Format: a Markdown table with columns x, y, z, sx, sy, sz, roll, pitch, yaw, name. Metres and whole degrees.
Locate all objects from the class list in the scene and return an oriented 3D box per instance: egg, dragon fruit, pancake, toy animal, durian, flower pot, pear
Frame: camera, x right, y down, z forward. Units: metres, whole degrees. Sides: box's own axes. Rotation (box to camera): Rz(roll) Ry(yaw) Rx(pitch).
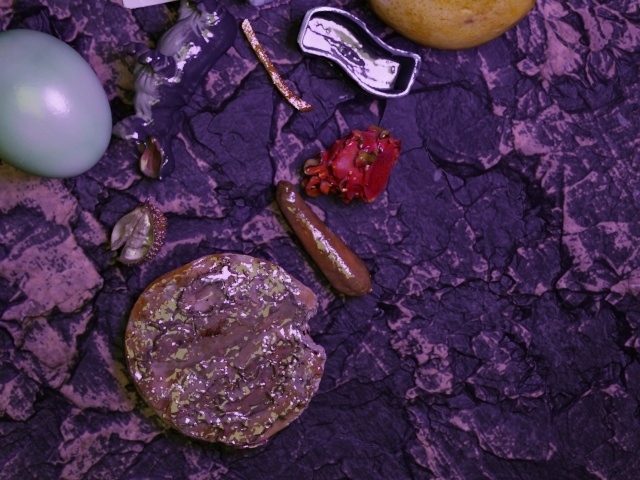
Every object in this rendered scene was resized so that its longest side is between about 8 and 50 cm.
| x | y | z | sx | sy | sz | roll | pitch | yaw | name |
| --- | --- | --- | --- | --- | --- | --- | --- | --- | --- |
| -0.475 | -0.226 | 1.663 | 0.220 | 0.220 | 0.269 | -37 | 111 | -2 | egg |
| 0.054 | -0.131 | 1.808 | 0.208 | 0.133 | 0.149 | -20 | 62 | 22 | dragon fruit |
| -0.165 | 0.207 | 1.848 | 0.383 | 0.071 | 0.382 | -1 | 97 | -9 | pancake |
| -0.272 | -0.279 | 1.732 | 0.168 | 0.106 | 0.343 | 20 | 100 | -47 | toy animal |
| -0.318 | -0.020 | 1.790 | 0.110 | 0.071 | 0.140 | 34 | 110 | 25 | durian |
| 0.061 | -0.338 | 1.787 | 0.229 | 0.108 | 0.103 | 29 | 93 | -10 | flower pot |
| 0.215 | -0.474 | 1.697 | 0.304 | 0.304 | 0.303 | -1 | 98 | -9 | pear |

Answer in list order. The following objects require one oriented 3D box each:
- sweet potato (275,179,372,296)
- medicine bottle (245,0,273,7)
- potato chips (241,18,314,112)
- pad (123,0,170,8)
| x | y | z | sx | sy | sz | roll | pitch | yaw | name |
| --- | --- | --- | --- | --- | --- | --- | --- | --- | --- |
| 0.000 | 0.000 | 1.846 | 0.075 | 0.075 | 0.273 | -40 | 99 | -2 | sweet potato |
| -0.069 | -0.495 | 1.730 | 0.169 | 0.135 | 0.135 | -21 | 101 | -4 | medicine bottle |
| -0.084 | -0.314 | 1.809 | 0.037 | 0.026 | 0.204 | -39 | 101 | -5 | potato chips |
| -0.294 | -0.532 | 1.728 | 0.157 | 0.004 | 0.231 | -7 | 103 | 10 | pad |
